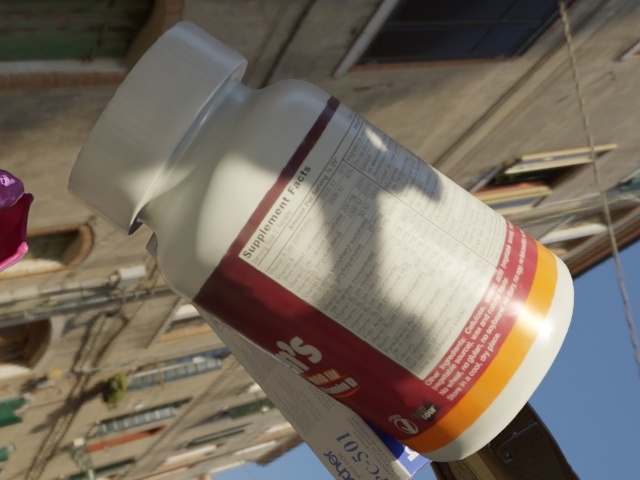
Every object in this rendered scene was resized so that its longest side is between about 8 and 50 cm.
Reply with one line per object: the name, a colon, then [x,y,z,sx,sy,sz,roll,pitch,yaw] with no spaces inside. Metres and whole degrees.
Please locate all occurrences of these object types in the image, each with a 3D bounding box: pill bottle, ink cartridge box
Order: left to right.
ink cartridge box: [-0.004,0.054,0.497,0.207,0.097,0.046,48,-57,18]
pill bottle: [0.000,0.000,0.398,0.221,0.121,0.121,34,-35,-6]

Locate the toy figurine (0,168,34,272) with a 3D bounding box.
toy figurine: [-0.192,-0.037,0.350,0.173,0.159,0.130,-20,-131,39]

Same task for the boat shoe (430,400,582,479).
boat shoe: [0.196,0.285,0.754,0.342,0.123,0.123,56,-44,22]
